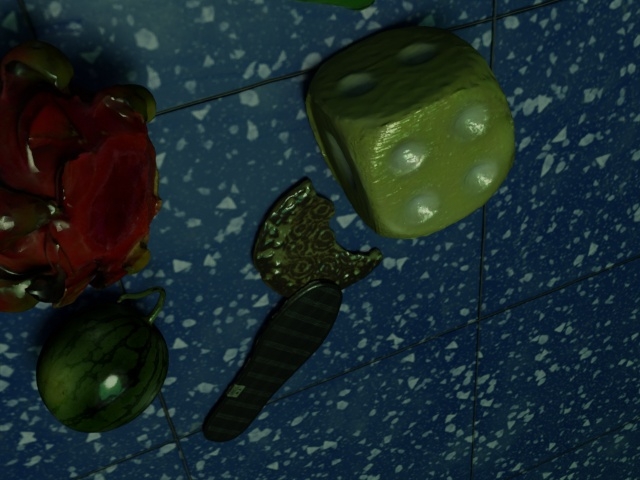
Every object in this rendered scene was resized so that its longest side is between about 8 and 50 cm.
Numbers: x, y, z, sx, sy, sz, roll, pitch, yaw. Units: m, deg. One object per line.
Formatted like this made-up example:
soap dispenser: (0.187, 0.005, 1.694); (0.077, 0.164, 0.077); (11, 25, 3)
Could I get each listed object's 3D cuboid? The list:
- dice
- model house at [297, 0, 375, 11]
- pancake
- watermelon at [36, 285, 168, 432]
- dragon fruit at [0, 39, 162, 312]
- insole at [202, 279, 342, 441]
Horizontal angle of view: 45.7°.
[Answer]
dice: (0.095, -0.119, 0.823); (0.169, 0.169, 0.166); (-27, 133, -7)
model house: (0.029, -0.386, 0.563); (0.357, 0.313, 0.242); (-32, 169, 37)
pancake: (0.000, 0.000, 0.965); (0.184, 0.020, 0.191); (-13, 130, -18)
watermelon: (-0.231, 0.129, 0.859); (0.187, 0.141, 0.140); (-45, 132, 4)
dragon fruit: (-0.290, -0.050, 0.645); (0.307, 0.243, 0.228); (-3, 87, -48)
insole: (-0.067, 0.173, 1.052); (0.110, 0.012, 0.309); (21, 115, -42)
